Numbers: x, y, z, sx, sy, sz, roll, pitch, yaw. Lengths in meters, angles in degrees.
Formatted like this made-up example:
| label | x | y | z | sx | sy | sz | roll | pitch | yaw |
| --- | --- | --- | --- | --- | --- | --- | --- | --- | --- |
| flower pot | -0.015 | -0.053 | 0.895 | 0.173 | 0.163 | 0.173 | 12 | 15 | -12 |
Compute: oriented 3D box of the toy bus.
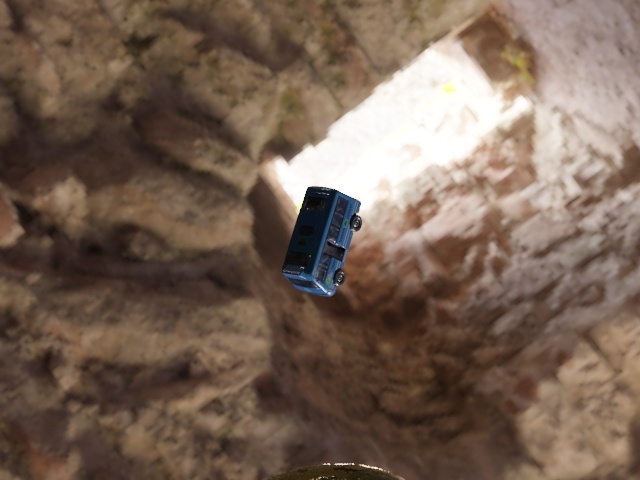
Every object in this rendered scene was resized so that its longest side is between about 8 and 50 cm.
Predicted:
| label | x | y | z | sx | sy | sz | roll | pitch | yaw |
| --- | --- | --- | --- | --- | --- | --- | --- | --- | --- |
| toy bus | 0.000 | 0.000 | 1.000 | 0.038 | 0.083 | 0.046 | 9 | 167 | 41 |

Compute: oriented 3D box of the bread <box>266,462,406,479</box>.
| label | x | y | z | sx | sy | sz | roll | pitch | yaw |
| --- | --- | --- | --- | --- | --- | --- | --- | --- | --- |
| bread | -0.011 | 0.182 | 0.783 | 0.149 | 0.188 | 0.065 | -9 | -83 | -49 |
